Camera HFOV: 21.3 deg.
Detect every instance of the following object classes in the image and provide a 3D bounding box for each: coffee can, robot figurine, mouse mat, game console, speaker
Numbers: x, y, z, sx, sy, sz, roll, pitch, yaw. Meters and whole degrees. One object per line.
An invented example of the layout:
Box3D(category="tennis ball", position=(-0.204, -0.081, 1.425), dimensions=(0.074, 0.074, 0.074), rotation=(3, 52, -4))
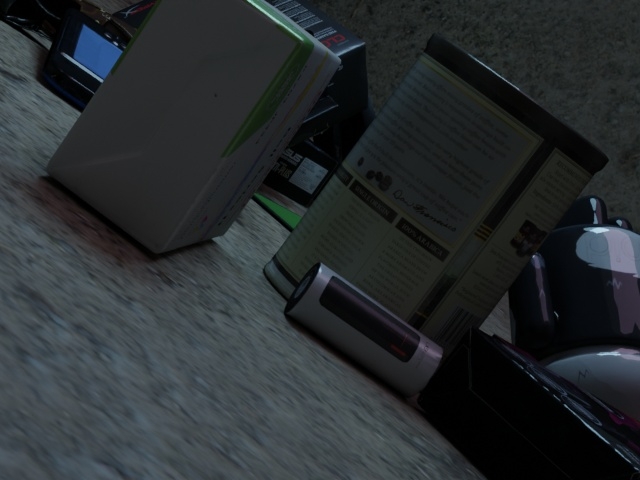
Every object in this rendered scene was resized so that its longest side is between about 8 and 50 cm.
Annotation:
Box3D(category="coffee can", position=(0.106, -0.026, 1.591), dimensions=(0.201, 0.275, 0.201), rotation=(36, 6, -4))
Box3D(category="robot figurine", position=(0.286, 0.094, 1.824), dimensions=(0.209, 0.173, 0.278), rotation=(5, 58, -11))
Box3D(category="mouse mat", position=(0.000, 0.000, 2.062), dimensions=(0.152, 0.007, 0.189), rotation=(41, 7, 34))
Box3D(category="game console", position=(-0.148, -0.206, 1.873), dimensions=(0.250, 0.173, 0.293), rotation=(35, 13, -15))
Box3D(category="speaker", position=(0.038, 0.079, 1.476), dimensions=(0.136, 0.055, 0.055), rotation=(36, 6, -9))

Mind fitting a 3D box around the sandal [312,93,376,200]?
Box3D(category="sandal", position=(0.020, -0.126, 2.344), dimensions=(0.054, 0.254, 0.097), rotation=(-14, 62, -25))

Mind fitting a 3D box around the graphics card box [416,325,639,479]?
Box3D(category="graphics card box", position=(0.274, 0.222, 1.518), dimensions=(0.371, 0.094, 0.233), rotation=(29, 10, -44))

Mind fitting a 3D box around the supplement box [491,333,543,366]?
Box3D(category="supplement box", position=(0.163, 0.138, 1.577), dimensions=(0.055, 0.083, 0.043), rotation=(30, 8, -37))

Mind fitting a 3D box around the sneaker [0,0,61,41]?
Box3D(category="sneaker", position=(-0.373, -0.292, 1.991), dimensions=(0.170, 0.051, 0.089), rotation=(37, 1, -32))

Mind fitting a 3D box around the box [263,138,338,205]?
Box3D(category="box", position=(-0.087, -0.139, 2.284), dimensions=(0.180, 0.077, 0.147), rotation=(29, 9, -49))

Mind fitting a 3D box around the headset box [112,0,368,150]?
Box3D(category="headset box", position=(-0.093, -0.219, 2.150), dimensions=(0.293, 0.218, 0.110), rotation=(42, -31, 38))

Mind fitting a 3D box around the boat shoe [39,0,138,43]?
Box3D(category="boat shoe", position=(-0.290, -0.258, 2.122), dimensions=(0.207, 0.073, 0.073), rotation=(32, 4, 35))

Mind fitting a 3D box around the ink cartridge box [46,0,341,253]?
Box3D(category="ink cartridge box", position=(-0.091, -0.111, 1.461), dimensions=(0.119, 0.207, 0.353), rotation=(35, 7, 3))
